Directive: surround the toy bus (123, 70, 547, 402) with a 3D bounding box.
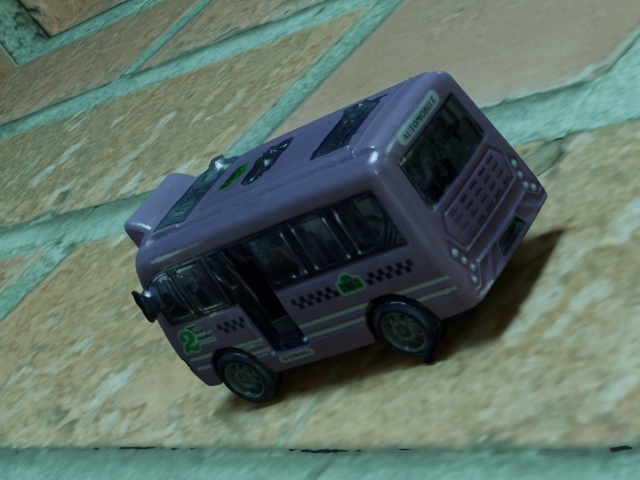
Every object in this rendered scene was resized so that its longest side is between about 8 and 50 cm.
[{"bbox_3d":[0.000,0.000,0.789,0.199,0.108,0.096,-20,25,44],"label":"toy bus"}]
